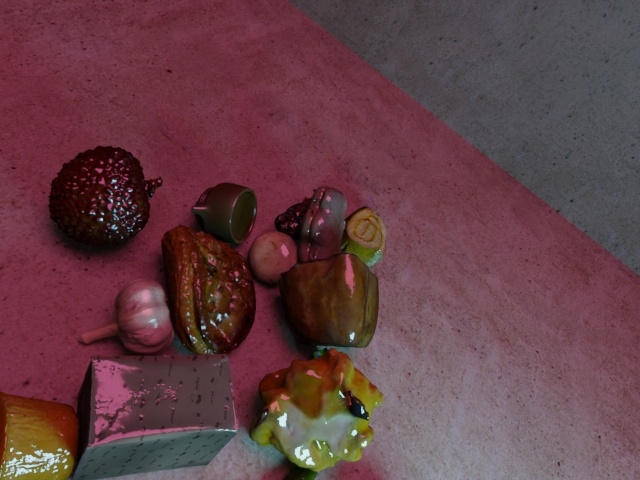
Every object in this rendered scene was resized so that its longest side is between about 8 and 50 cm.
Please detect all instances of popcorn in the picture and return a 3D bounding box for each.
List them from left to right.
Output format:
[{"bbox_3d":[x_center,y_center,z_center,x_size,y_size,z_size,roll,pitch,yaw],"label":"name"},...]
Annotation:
[{"bbox_3d":[-0.006,0.413,1.236,0.316,0.297,0.281,20,2,5],"label":"popcorn"}]

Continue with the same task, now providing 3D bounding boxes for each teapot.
[{"bbox_3d":[-0.310,-0.094,1.556,0.175,0.185,0.267,15,7,17],"label":"teapot"}]

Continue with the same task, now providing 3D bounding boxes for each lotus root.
[{"bbox_3d":[0.026,0.211,1.478,0.316,0.316,0.250,9,65,-28],"label":"lotus root"}]

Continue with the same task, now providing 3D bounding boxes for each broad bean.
[{"bbox_3d":[-0.084,0.605,1.193,0.254,0.046,0.065,-16,51,-40],"label":"broad bean"}]

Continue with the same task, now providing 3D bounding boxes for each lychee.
[{"bbox_3d":[-0.571,-0.120,1.322,0.300,0.264,0.264,-22,68,-21],"label":"lychee"}]

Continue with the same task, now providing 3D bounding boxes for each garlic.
[{"bbox_3d":[-0.482,0.196,1.205,0.226,0.199,0.199,-15,61,-12],"label":"garlic"}]

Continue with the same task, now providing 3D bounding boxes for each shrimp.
[{"bbox_3d":[-0.046,-0.059,1.732,0.137,0.172,0.372,23,21,25],"label":"shrimp"}]

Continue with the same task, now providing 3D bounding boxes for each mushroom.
[{"bbox_3d":[-0.146,0.052,1.552,0.166,0.166,0.127,50,6,12],"label":"mushroom"}]

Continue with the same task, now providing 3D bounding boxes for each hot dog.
[{"bbox_3d":[-0.313,0.124,1.345,0.267,0.174,0.387,20,42,-50],"label":"hot dog"}]

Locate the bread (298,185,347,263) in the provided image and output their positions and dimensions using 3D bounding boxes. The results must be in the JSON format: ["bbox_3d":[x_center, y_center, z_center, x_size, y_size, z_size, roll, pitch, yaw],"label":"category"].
[{"bbox_3d":[-0.004,-0.001,1.563,0.102,0.337,0.183,12,17,24],"label":"bread"}]

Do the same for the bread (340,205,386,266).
[{"bbox_3d":[0.154,-0.015,1.827,0.186,0.124,0.257,38,42,-10],"label":"bread"}]

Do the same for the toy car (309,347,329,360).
[{"bbox_3d":[0.017,0.397,1.422,0.062,0.071,0.165,-5,57,-19],"label":"toy car"}]

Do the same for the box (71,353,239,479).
[{"bbox_3d":[-0.364,0.378,1.069,0.297,0.225,0.190,6,50,-31],"label":"box"}]

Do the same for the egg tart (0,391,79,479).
[{"bbox_3d":[-0.575,0.401,0.938,0.171,0.215,0.215,17,45,-42],"label":"egg tart"}]
